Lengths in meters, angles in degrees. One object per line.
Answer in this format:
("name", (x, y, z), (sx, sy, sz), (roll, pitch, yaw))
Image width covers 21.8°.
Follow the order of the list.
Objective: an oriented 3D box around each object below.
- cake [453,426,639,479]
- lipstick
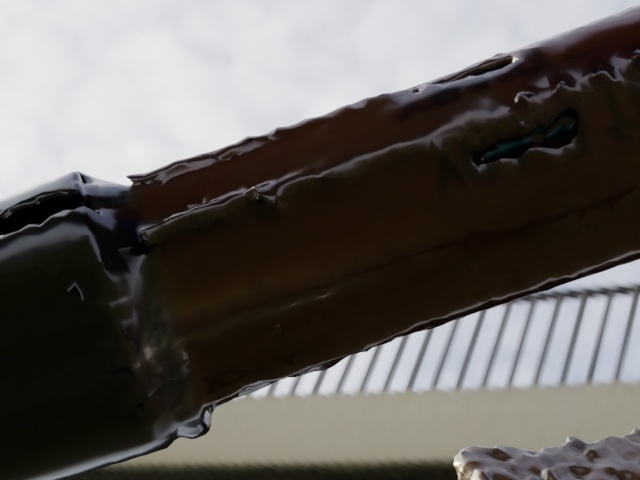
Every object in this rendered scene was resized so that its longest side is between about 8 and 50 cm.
("cake", (0.207, 0.267, 0.874), (0.255, 0.282, 0.290), (-1, -70, -18))
("lipstick", (0.000, 0.000, 0.436), (0.418, 0.077, 0.077), (-19, -58, -2))
